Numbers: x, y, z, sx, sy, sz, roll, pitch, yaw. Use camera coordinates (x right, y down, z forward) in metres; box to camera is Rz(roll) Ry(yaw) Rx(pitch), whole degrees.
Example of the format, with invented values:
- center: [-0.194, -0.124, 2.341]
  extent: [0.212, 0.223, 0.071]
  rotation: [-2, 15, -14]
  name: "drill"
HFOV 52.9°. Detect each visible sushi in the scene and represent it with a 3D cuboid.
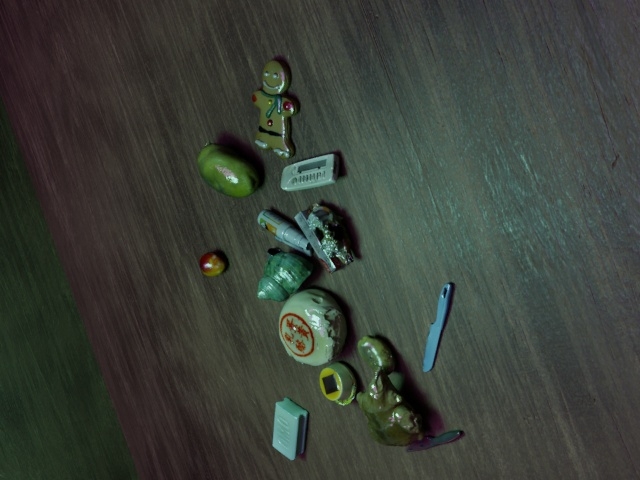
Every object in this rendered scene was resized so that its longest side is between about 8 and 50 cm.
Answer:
- center: [0.032, -0.026, 1.951]
  extent: [0.097, 0.103, 0.226]
  rotation: [-42, 75, 26]
  name: "sushi"

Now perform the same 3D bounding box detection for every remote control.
- center: [-0.031, -0.203, 1.977]
  extent: [0.230, 0.049, 0.090]
  rotation: [-7, 69, 46]
  name: "remote control"

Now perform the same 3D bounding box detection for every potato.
- center: [0.174, 0.349, 1.958]
  extent: [0.138, 0.070, 0.091]
  rotation: [53, 135, 19]
  name: "potato"
- center: [-0.312, -0.234, 2.183]
  extent: [0.248, 0.143, 0.169]
  rotation: [28, 160, 29]
  name: "potato"

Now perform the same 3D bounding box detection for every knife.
- center: [0.333, 0.603, 1.929]
  extent: [0.247, 0.018, 0.035]
  rotation: [-38, 80, 45]
  name: "knife"
- center: [0.327, 0.251, 1.818]
  extent: [0.044, 0.019, 0.312]
  rotation: [33, 125, 41]
  name: "knife"

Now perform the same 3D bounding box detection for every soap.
- center: [-0.112, 0.691, 2.355]
  extent: [0.119, 0.067, 0.198]
  rotation: [25, 120, 38]
  name: "soap"

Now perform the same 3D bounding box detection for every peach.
- center: [-0.403, 0.089, 2.414]
  extent: [0.101, 0.101, 0.100]
  rotation: [16, 115, 40]
  name: "peach"

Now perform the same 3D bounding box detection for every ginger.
- center: [0.203, 0.503, 1.913]
  extent: [0.219, 0.123, 0.270]
  rotation: [10, 134, 40]
  name: "ginger"

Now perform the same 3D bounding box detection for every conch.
- center: [-0.122, 0.121, 2.095]
  extent: [0.188, 0.122, 0.176]
  rotation: [-58, 43, 9]
  name: "conch"

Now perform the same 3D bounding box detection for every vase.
- center: [-0.170, 0.109, 2.217]
  extent: [0.059, 0.059, 0.167]
  rotation: [36, 126, 30]
  name: "vase"

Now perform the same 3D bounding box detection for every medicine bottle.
- center: [-0.112, -0.021, 2.123]
  extent: [0.221, 0.061, 0.092]
  rotation: [32, 148, 33]
  name: "medicine bottle"

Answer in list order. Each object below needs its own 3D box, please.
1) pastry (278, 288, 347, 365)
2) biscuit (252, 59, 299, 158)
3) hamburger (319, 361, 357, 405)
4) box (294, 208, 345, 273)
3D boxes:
- center: [-0.025, 0.284, 2.089]
  extent: [0.265, 0.133, 0.264]
  rotation: [14, 114, 36]
  name: "pastry"
- center: [-0.149, -0.416, 2.029]
  extent: [0.197, 0.049, 0.301]
  rotation: [23, 118, 35]
  name: "biscuit"
- center: [0.062, 0.468, 2.101]
  extent: [0.126, 0.082, 0.141]
  rotation: [-53, 55, 38]
  name: "hamburger"
- center: [0.000, 0.000, 2.019]
  extent: [0.218, 0.055, 0.039]
  rotation: [59, 136, 13]
  name: "box"
